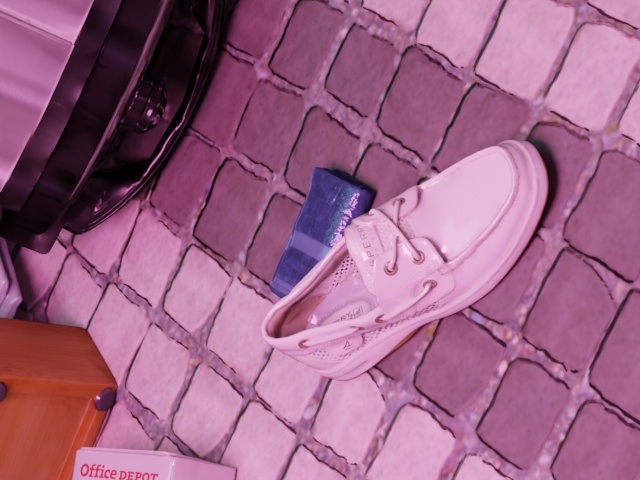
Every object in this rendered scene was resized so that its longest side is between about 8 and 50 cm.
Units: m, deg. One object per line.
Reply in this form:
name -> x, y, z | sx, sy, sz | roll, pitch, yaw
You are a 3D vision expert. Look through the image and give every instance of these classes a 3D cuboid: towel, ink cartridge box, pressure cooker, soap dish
towel -> 0.000, 0.000, 1.670 | 0.067, 0.029, 0.119 | 30, 100, 47
ink cartridge box -> -0.157, 0.281, 1.706 | 0.139, 0.082, 0.191 | -3, 74, 46
pressure cooker -> -0.306, -0.203, 1.803 | 0.370, 0.420, 0.376 | -49, 21, 53
soap dish -> -0.322, 0.214, 1.814 | 0.118, 0.229, 0.291 | 27, 97, 31

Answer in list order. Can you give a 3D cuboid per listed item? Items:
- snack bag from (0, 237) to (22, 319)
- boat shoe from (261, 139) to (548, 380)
snack bag -> -0.440, 0.078, 2.081 | 0.342, 0.037, 0.323 | -51, 38, 21
boat shoe -> 0.060, 0.016, 1.548 | 0.277, 0.096, 0.098 | -44, 49, 29
